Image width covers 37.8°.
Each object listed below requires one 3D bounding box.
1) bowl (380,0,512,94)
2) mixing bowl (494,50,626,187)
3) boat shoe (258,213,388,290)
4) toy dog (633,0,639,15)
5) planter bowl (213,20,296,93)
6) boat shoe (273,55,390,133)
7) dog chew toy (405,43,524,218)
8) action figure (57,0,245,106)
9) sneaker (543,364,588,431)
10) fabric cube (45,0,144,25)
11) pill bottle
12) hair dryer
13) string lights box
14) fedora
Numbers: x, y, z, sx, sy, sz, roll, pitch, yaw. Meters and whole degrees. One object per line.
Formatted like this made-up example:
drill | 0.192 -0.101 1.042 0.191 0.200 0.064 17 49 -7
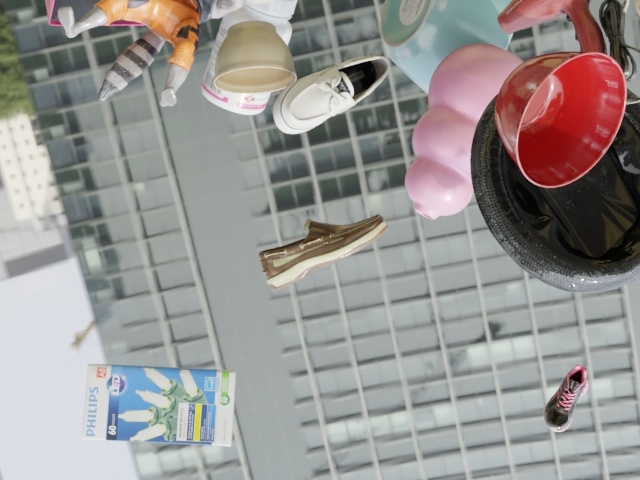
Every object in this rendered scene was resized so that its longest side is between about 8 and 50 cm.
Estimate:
bowl | 0.237 -0.453 1.910 0.163 0.312 0.311 14 179 -30
mixing bowl | 0.292 -0.170 1.201 0.181 0.182 0.098 -18 -143 -24
boat shoe | -0.001 0.001 1.779 0.257 0.095 0.095 -27 -176 4
toy dog | 0.658 -0.337 1.675 0.220 0.334 0.161 -28 -136 10
planter bowl | -0.130 -0.363 1.829 0.162 0.109 0.162 -4 172 -1
boat shoe | 0.028 -0.285 1.781 0.267 0.096 0.088 -28 -171 -33
dog chew toy | 0.267 -0.195 1.747 0.206 0.332 0.206 27 176 2
action figure | -0.268 -0.379 1.435 0.341 0.179 0.330 29 -129 3
sneaker | 0.385 0.242 1.456 0.047 0.057 0.119 25 -123 17
fabric cube | -0.474 -0.648 2.052 0.259 0.258 0.254 -6 162 -25
pill bottle | -0.160 -0.447 2.142 0.160 0.283 0.160 18 -152 -10
hair dryer | 0.376 -0.326 1.352 0.080 0.224 0.293 22 180 -41
string lights box | -0.283 0.292 1.664 0.259 0.134 0.077 3 173 -4
fedora | 0.364 -0.079 1.392 0.333 0.334 0.152 -14 169 -5
